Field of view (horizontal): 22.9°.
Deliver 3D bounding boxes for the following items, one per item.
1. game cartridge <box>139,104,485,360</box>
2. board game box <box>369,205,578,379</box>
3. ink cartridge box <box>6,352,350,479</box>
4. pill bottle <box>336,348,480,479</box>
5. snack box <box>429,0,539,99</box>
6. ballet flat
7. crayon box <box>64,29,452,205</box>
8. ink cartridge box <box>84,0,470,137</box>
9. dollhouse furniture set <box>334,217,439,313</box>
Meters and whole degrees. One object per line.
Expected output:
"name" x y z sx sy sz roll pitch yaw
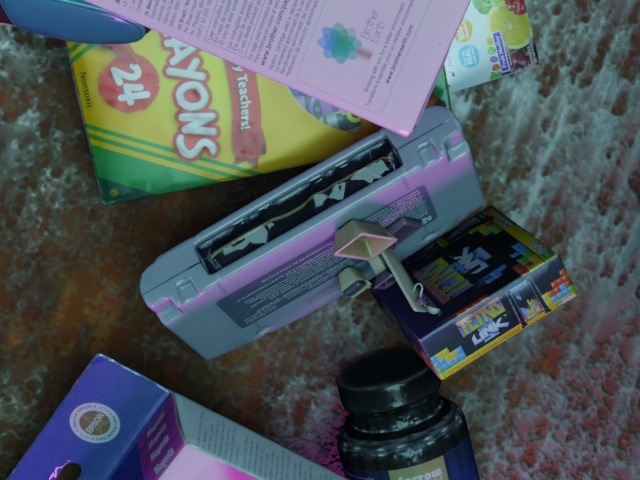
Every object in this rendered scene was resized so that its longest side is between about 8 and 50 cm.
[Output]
"game cartridge" 0.000 0.000 1.361 0.294 0.196 0.060 -29 66 1
"board game box" 0.131 0.042 1.404 0.141 0.170 0.048 -31 110 -5
"ink cartridge box" -0.134 0.296 1.398 0.330 0.071 0.324 28 118 -16
"pill bottle" 0.084 0.218 1.457 0.123 0.123 0.219 -16 105 -8
"snack box" 0.117 -0.186 1.421 0.141 0.037 0.100 -17 103 -5
"ballet flat" -0.254 -0.207 1.254 0.248 0.086 0.086 3 101 0
"crayon box" -0.052 -0.162 1.350 0.319 0.081 0.202 -12 103 -1
"ink cartridge box" -0.057 -0.285 1.156 0.395 0.151 0.270 22 128 -2
"dollhouse furniture set" 0.045 0.037 1.314 0.091 0.114 0.081 -38 69 22
